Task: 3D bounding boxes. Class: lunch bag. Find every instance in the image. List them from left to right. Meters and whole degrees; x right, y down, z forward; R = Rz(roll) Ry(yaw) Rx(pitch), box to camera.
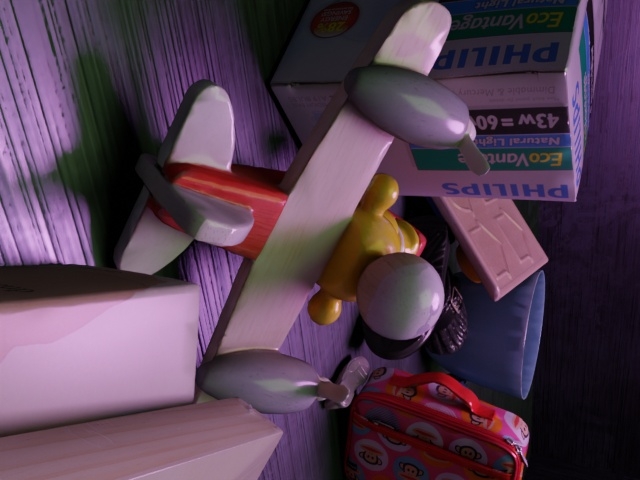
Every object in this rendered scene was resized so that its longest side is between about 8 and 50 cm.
[{"bbox_3d":[0.191,0.336,1.077,0.120,0.292,0.258,-41,141,-55],"label":"lunch bag"}]

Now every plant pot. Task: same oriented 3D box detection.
[{"bbox_3d":[0.378,0.197,1.509,0.293,0.235,0.293,-28,121,-59],"label":"plant pot"}]

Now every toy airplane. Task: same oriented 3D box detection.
[{"bbox_3d":[0.000,0.000,0.654,0.384,0.272,0.386,-39,149,-28],"label":"toy airplane"}]

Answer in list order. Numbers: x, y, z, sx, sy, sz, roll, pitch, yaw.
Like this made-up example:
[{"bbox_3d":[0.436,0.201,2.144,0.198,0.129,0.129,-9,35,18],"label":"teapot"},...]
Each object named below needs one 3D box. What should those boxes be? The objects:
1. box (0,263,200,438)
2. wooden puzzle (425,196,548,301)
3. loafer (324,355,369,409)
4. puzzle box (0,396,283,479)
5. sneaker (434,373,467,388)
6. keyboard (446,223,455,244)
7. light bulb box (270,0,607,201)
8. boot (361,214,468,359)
[{"bbox_3d":[-0.221,0.084,0.379,0.311,0.147,0.121,0,96,-65],"label":"box"},{"bbox_3d":[0.335,-0.047,1.393,0.347,0.080,0.322,-20,78,-54],"label":"wooden puzzle"},{"bbox_3d":[0.042,0.235,1.073,0.045,0.039,0.125,55,33,-6],"label":"loafer"},{"bbox_3d":[-0.196,0.290,0.394,0.409,0.052,0.272,-60,157,4],"label":"puzzle box"},{"bbox_3d":[0.275,0.376,1.505,0.330,0.129,0.147,52,36,-59],"label":"sneaker"},{"bbox_3d":[0.281,-0.083,1.491,0.100,0.038,0.192,-8,98,-50],"label":"keyboard"},{"bbox_3d":[0.179,-0.264,0.868,0.225,0.357,0.361,58,44,-49],"label":"light bulb box"},{"bbox_3d":[0.198,0.150,1.255,0.348,0.131,0.260,-60,145,-40],"label":"boot"}]
